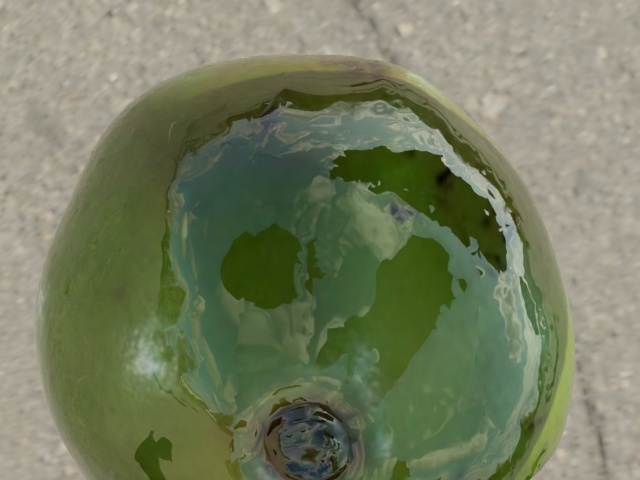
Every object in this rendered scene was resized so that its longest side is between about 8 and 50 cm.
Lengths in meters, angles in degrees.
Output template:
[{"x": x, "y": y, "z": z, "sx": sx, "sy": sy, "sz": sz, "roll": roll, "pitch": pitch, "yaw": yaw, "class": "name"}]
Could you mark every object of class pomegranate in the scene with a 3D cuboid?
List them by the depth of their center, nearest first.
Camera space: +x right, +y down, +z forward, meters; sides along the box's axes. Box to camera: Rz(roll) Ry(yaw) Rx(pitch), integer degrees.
[{"x": 0.008, "y": 0.003, "z": 0.705, "sx": 0.241, "sy": 0.190, "sz": 0.159, "roll": -26, "pitch": 115, "yaw": -39, "class": "pomegranate"}]
